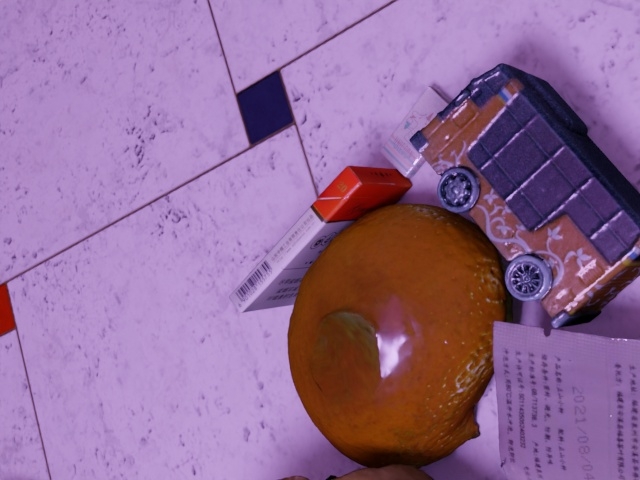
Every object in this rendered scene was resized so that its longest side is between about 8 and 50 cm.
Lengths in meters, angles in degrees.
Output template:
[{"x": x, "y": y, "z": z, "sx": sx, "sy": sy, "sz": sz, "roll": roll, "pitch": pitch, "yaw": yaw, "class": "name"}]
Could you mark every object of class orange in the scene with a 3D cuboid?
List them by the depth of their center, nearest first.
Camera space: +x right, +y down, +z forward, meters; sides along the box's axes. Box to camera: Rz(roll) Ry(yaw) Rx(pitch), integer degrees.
[{"x": 0.074, "y": 0.118, "z": 1.208, "sx": 0.262, "sy": 0.196, "sz": 0.335, "roll": 52, "pitch": 129, "yaw": 38, "class": "orange"}]

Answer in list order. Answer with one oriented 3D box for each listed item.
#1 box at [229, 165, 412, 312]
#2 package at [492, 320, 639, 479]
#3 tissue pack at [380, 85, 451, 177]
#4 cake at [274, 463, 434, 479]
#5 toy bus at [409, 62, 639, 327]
[{"x": 0.000, "y": 0.000, "z": 1.274, "sx": 0.245, "sy": 0.139, "sz": 0.035, "roll": -48, "pitch": 67, "yaw": 25, "class": "box"}, {"x": 0.288, "y": 0.208, "z": 1.060, "sx": 0.204, "sy": 0.062, "sz": 0.251, "roll": 2, "pitch": 121, "yaw": 33, "class": "package"}, {"x": 0.127, "y": -0.136, "z": 1.258, "sx": 0.056, "sy": 0.023, "sz": 0.108, "roll": 50, "pitch": 115, "yaw": 25, "class": "tissue pack"}, {"x": 0.014, "y": 0.387, "z": 1.165, "sx": 0.321, "sy": 0.332, "sz": 0.332, "roll": 36, "pitch": 109, "yaw": 50, "class": "cake"}, {"x": 0.244, "y": -0.055, "z": 1.109, "sx": 0.167, "sy": 0.138, "sz": 0.275, "roll": -46, "pitch": 66, "yaw": 23, "class": "toy bus"}]
